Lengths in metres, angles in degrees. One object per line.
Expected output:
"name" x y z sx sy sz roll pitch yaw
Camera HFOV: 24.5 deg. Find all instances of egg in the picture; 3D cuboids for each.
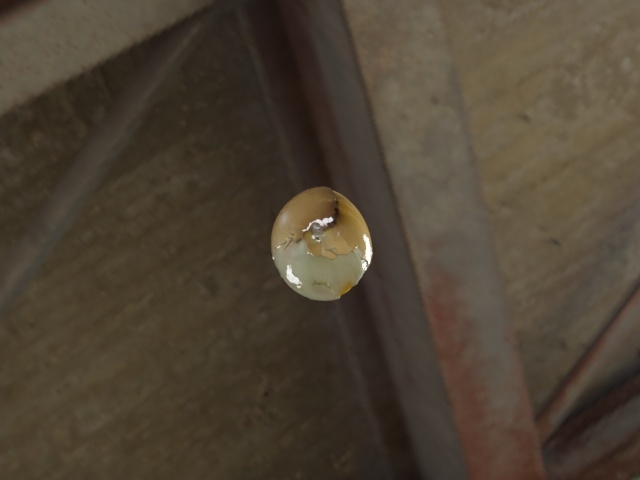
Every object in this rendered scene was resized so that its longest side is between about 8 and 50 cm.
"egg" 0.000 0.000 1.036 0.071 0.083 0.071 0 -52 0
